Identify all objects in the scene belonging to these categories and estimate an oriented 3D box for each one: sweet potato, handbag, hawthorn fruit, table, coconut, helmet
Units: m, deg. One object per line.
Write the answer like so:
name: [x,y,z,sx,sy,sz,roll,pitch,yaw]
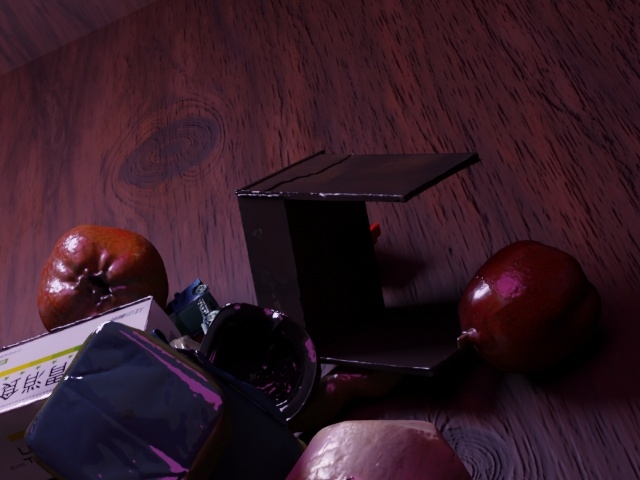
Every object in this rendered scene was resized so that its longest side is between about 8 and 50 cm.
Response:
sweet potato: [0.018,0.205,2.026,0.218,0.051,0.065,-27,52,2]
handbag: [-0.170,0.242,1.769,0.263,0.241,0.222,23,80,31]
hawthorn fruit: [-0.337,0.077,2.387,0.210,0.211,0.262,-30,4,-3]
table: [0.070,0.022,2.030,0.282,0.251,0.196,2,19,39]
hawthorn fruit: [0.251,0.092,1.911,0.188,0.169,0.169,-37,30,-14]
coconut: [0.064,0.292,1.709,0.236,0.197,0.237,-25,30,16]
helmet: [-0.071,0.168,2.002,0.176,0.107,0.153,22,89,21]

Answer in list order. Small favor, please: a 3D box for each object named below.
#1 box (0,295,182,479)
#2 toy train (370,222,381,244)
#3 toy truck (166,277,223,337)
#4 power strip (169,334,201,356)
box: [-0.365,0.229,2.219,0.332,0.145,0.173,-19,29,14]
toy train: [0.000,0.000,2.305,0.082,0.131,0.204,-38,41,-28]
toy truck: [-0.178,0.134,2.300,0.081,0.067,0.175,-34,33,1]
power strip: [-0.143,0.241,2.033,0.066,0.092,0.387,-52,32,16]
